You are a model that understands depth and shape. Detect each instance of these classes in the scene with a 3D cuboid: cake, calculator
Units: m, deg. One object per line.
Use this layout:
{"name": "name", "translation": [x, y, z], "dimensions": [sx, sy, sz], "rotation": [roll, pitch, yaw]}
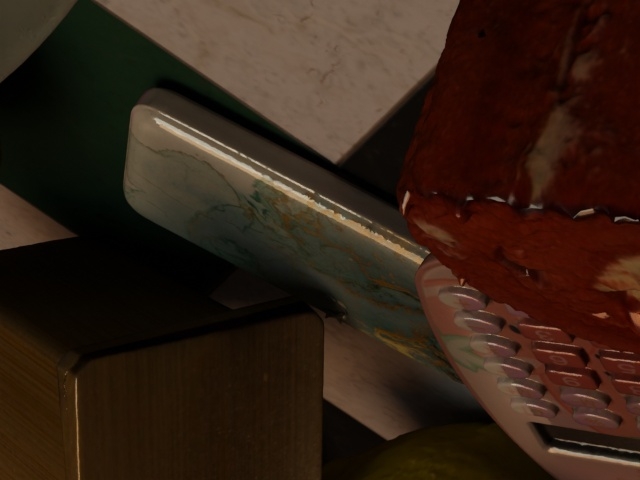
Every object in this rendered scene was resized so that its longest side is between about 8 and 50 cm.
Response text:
{"name": "cake", "translation": [0.172, -0.035, 0.789], "dimensions": [0.283, 0.150, 0.177], "rotation": [3, 160, 40]}
{"name": "calculator", "translation": [0.184, 0.083, 1.059], "dimensions": [0.220, 0.048, 0.329], "rotation": [8, 154, 30]}

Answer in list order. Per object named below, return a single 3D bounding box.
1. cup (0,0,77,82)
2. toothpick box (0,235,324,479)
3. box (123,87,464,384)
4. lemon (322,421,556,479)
{"name": "cup", "translation": [-0.249, -0.212, 0.766], "dimensions": [0.163, 0.347, 0.347], "rotation": [39, 163, 35]}
{"name": "toothpick box", "translation": [-0.155, 0.108, 1.270], "dimensions": [0.308, 0.187, 0.190], "rotation": [25, 122, 54]}
{"name": "box", "translation": [0.000, 0.000, 1.165], "dimensions": [0.285, 0.044, 0.142], "rotation": [28, 151, 5]}
{"name": "lemon", "translation": [0.112, 0.267, 1.283], "dimensions": [0.322, 0.268, 0.268], "rotation": [40, 161, 27]}
